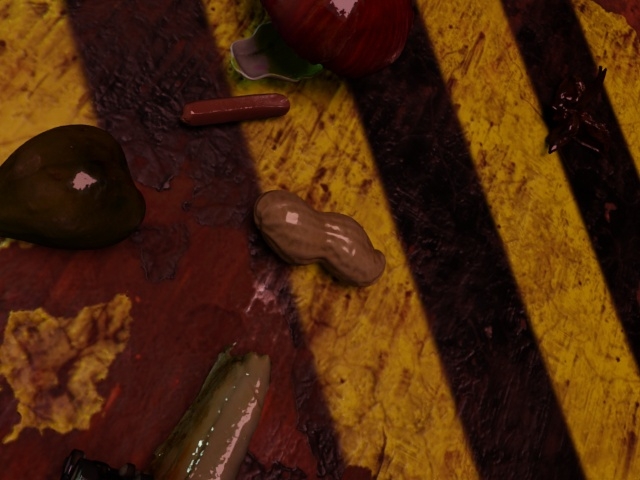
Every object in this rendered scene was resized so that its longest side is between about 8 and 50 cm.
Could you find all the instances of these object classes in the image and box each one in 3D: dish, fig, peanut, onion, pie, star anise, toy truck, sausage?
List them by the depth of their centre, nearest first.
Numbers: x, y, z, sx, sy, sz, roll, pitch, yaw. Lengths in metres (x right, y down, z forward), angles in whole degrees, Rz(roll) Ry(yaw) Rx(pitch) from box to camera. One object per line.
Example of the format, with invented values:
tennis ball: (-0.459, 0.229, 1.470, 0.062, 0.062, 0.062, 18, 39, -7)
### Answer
toy truck: (-0.192, 0.242, 0.552, 0.074, 0.201, 0.088, 23, 71, -21)
pie: (-0.127, 0.229, 0.631, 0.068, 0.128, 0.283, 37, 61, -25)
fig: (-0.276, -0.043, 0.639, 0.184, 0.126, 0.133, -23, 99, -32)
peanut: (0.000, 0.000, 0.781, 0.187, 0.082, 0.082, 23, 67, -19)
sausage: (-0.108, -0.166, 0.801, 0.146, 0.030, 0.035, -11, 78, -27)
onion: (0.025, -0.325, 0.817, 0.248, 0.161, 0.248, 45, 33, -40)
dish: (-0.064, -0.238, 0.836, 0.137, 0.039, 0.091, -26, 84, -32)
star anise: (0.433, -0.218, 1.009, 0.140, 0.144, 0.159, -10, 79, -35)
